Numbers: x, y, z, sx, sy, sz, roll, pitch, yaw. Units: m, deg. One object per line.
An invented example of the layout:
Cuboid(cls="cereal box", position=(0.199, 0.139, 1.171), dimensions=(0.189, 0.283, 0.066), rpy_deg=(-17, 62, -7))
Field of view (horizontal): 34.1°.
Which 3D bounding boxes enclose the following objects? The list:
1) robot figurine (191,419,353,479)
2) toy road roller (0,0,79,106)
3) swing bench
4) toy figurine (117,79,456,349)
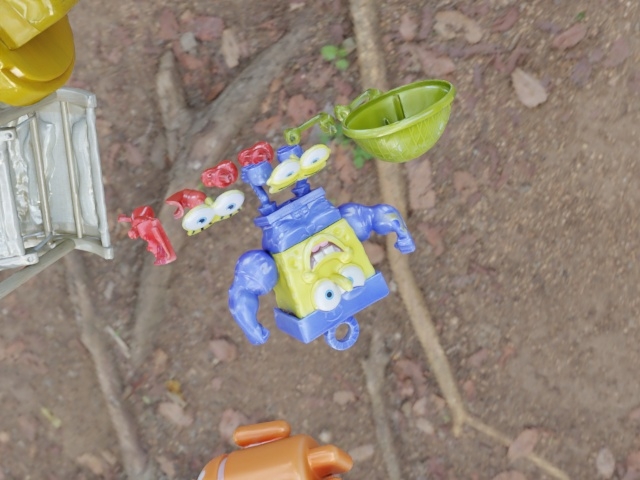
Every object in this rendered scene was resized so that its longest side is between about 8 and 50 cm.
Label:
Cuboid(cls="robot figurine", position=(-0.065, 0.323, 1.327), dimensions=(0.219, 0.128, 0.158), rpy_deg=(-17, 101, 15))
Cuboid(cls="toy road roller", position=(-0.394, -0.295, 1.132), dimensions=(0.240, 0.202, 0.329), rpy_deg=(-25, 115, 27))
Cuboid(cls="swing bench", position=(-0.442, -0.070, 1.470), dimensions=(0.165, 0.254, 0.253), rpy_deg=(16, 118, 35))
Cuboid(cls="toy figurine", position=(0.000, 0.000, 1.075), dimensions=(0.191, 0.362, 0.217), rpy_deg=(3, 119, 61))
